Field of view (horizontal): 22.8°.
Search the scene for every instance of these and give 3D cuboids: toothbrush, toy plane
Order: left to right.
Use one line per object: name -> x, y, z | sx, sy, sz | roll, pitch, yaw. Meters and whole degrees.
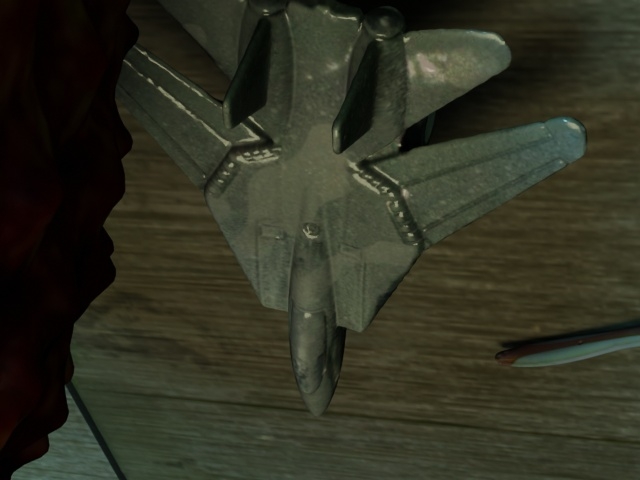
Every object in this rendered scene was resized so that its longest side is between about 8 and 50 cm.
toy plane -> 0.004, -0.009, 0.694 | 0.212, 0.088, 0.267 | 14, 149, 12
toothbrush -> 0.165, 0.043, 0.728 | 0.193, 0.013, 0.019 | -11, 140, 34

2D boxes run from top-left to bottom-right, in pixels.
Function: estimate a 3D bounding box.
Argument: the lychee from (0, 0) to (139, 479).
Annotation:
lychee -> -0.272, -0.070, 0.500 | 0.424, 0.500, 0.424 | -16, 164, -4
